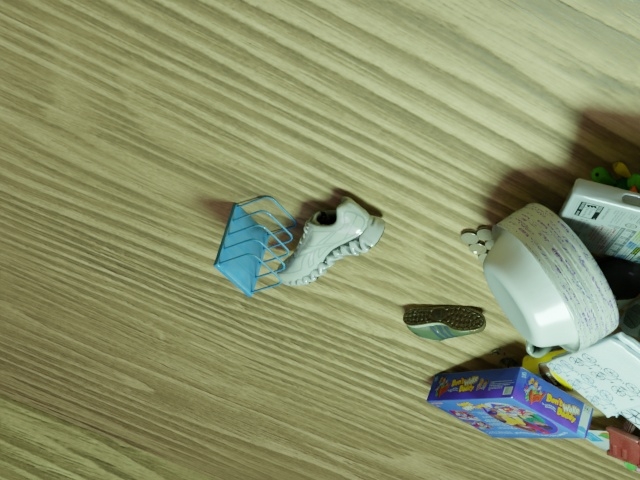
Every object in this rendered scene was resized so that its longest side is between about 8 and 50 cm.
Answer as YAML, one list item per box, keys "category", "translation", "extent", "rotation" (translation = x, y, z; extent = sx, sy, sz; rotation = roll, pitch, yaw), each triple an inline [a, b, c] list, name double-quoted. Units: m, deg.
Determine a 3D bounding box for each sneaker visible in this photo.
- category: "sneaker"
  translation: [0.544, 0.153, 1.865]
  extent: [0.122, 0.146, 0.330]
  rotation: [32, 141, -9]
- category: "sneaker"
  translation: [0.292, 0.197, 2.103]
  extent: [0.192, 0.064, 0.086]
  rotation: [1, 149, 20]
- category: "sneaker"
  translation: [0.000, 0.000, 1.923]
  extent: [0.118, 0.110, 0.292]
  rotation: [42, 129, -20]
- category: "sneaker"
  translation: [0.680, 0.198, 1.756]
  extent: [0.115, 0.232, 0.090]
  rotation: [28, 108, -16]

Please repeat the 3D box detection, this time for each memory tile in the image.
- category: "memory tile"
  translation: [0.367, 0.017, 1.872]
  extent: [0.113, 0.012, 0.148]
  rotation: [-15, 135, 36]

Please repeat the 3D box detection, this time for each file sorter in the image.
- category: "file sorter"
  translation: [-0.132, 0.009, 1.917]
  extent: [0.104, 0.170, 0.118]
  rotation: [-18, 132, 34]

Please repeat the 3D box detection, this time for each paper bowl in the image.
- category: "paper bowl"
  translation: [0.412, 0.083, 1.697]
  extent: [0.148, 0.284, 0.284]
  rotation: [-31, 135, -2]

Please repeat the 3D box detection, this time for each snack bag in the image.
- category: "snack bag"
  translation: [0.640, 0.317, 1.780]
  extent: [0.342, 0.037, 0.323]
  rotation: [38, 161, 2]

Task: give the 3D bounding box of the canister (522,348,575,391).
- category: "canister"
  translation: [0.575, 0.304, 2.125]
  extent: [0.169, 0.073, 0.126]
  rotation: [-17, 134, 39]

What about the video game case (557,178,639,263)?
- category: "video game case"
  translation: [0.573, -0.014, 1.602]
  extent: [0.299, 0.036, 0.329]
  rotation: [15, 169, 10]

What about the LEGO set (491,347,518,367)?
- category: "LEGO set"
  translation: [0.451, 0.286, 2.196]
  extent: [0.054, 0.023, 0.083]
  rotation: [-14, 122, 31]

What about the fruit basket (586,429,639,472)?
- category: "fruit basket"
  translation: [0.869, 0.548, 2.260]
  extent: [0.327, 0.166, 0.353]
  rotation: [33, 148, -30]

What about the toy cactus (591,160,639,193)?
- category: "toy cactus"
  translation: [0.588, -0.077, 1.595]
  extent: [0.218, 0.112, 0.181]
  rotation: [-1, 146, 11]

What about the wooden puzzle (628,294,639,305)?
- category: "wooden puzzle"
  translation: [0.645, 0.108, 1.884]
  extent: [0.116, 0.014, 0.079]
  rotation: [12, 141, 16]

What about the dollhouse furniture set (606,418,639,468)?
- category: "dollhouse furniture set"
  translation: [0.734, 0.320, 1.967]
  extent: [0.152, 0.201, 0.374]
  rotation: [20, 143, 33]

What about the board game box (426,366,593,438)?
- category: "board game box"
  translation: [0.455, 0.403, 2.221]
  extent: [0.233, 0.078, 0.347]
  rotation: [30, 157, -19]
